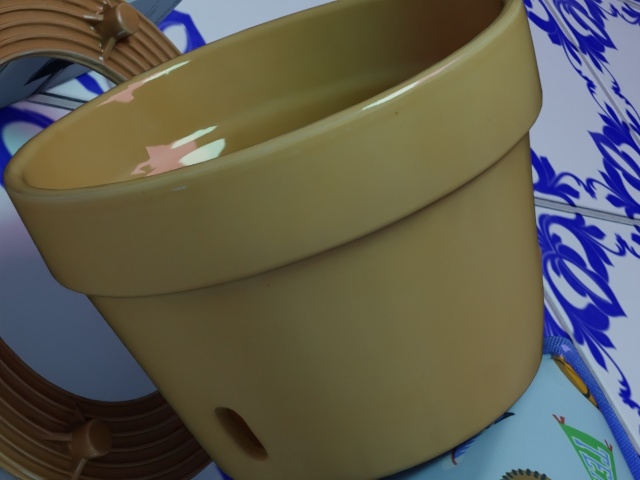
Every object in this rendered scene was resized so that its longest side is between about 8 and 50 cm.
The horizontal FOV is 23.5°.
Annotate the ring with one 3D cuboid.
[{"bbox_3d":[-0.133,-0.011,0.930,0.336,0.032,0.336,27,54,-44],"label":"ring"}]

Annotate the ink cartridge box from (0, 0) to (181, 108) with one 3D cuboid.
[{"bbox_3d":[-0.228,-0.211,1.090,0.197,0.114,0.273,49,28,0],"label":"ink cartridge box"}]

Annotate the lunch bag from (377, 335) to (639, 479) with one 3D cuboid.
[{"bbox_3d":[0.122,0.298,0.821,0.385,0.239,0.328,62,25,-11],"label":"lunch bag"}]

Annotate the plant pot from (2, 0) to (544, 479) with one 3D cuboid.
[{"bbox_3d":[0.000,0.000,0.849,0.291,0.291,0.203,-60,133,-61],"label":"plant pot"}]
